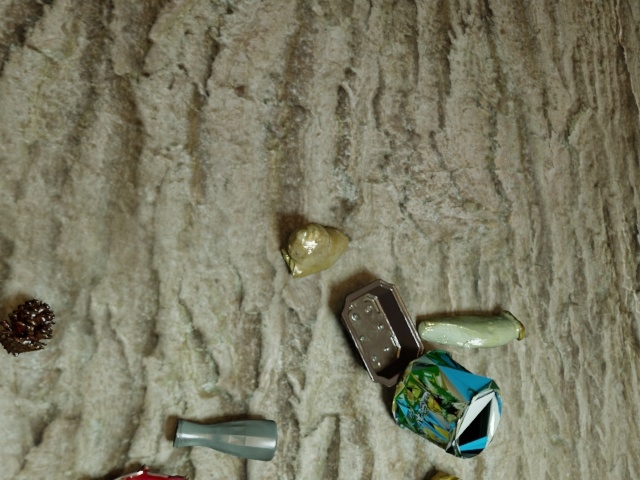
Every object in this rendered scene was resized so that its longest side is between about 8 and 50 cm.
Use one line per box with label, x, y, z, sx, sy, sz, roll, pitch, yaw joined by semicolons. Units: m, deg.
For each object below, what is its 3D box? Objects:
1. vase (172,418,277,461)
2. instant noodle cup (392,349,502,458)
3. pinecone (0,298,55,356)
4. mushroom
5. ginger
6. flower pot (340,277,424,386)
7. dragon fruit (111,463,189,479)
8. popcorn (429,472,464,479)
vase;-0.205;0.424;1.054;0.214;0.086;0.086;12;73;-17
instant noodle cup;0.320;0.408;1.200;0.240;0.178;0.240;-11;110;-34
pinecone;-0.565;0.168;0.941;0.102;0.102;0.109;34;33;-15
mushroom;0.434;0.256;1.379;0.334;0.107;0.087;1;119;-26
ginger;0.002;0.000;1.231;0.193;0.122;0.115;-22;68;-33
flower pot;0.144;0.236;1.255;0.179;0.084;0.250;-25;88;-27
dragon fruit;-0.385;0.549;0.926;0.161;0.126;0.274;28;40;19
popcorn;0.319;0.665;1.199;0.180;0.180;0.170;-40;117;-27
